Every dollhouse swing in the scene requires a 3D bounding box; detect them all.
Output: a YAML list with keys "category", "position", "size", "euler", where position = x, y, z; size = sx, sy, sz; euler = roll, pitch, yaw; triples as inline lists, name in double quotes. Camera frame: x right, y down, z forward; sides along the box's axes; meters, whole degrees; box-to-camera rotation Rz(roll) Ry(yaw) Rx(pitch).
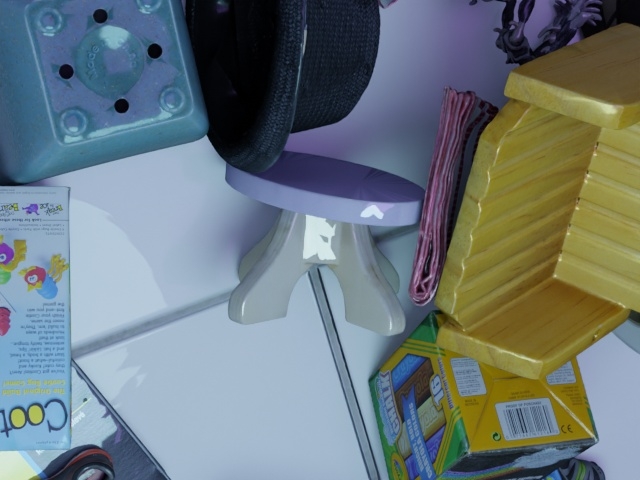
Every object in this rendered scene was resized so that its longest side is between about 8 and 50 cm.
- category: "dollhouse swing"
  position: [0.351, 0.005, 1.465]
  size: [0.315, 0.305, 0.347]
  euler: [-26, 140, -43]

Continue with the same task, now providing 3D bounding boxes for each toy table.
- category: "toy table"
  position: [0.000, 0.000, 1.603]
  size: [0.252, 0.274, 0.161]
  euler: [-4, 106, -32]

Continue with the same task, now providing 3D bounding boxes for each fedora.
- category: "fedora"
  position: [-0.032, -0.242, 1.540]
  size: [0.152, 0.334, 0.334]
  euler: [-2, 98, -28]

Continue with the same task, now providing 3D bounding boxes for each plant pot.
- category: "plant pot"
  position: [-0.248, -0.192, 1.485]
  size: [0.247, 0.252, 0.248]
  euler: [-16, 102, -17]

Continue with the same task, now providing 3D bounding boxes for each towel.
- category: "towel"
  position: [0.163, -0.051, 1.634]
  size: [0.037, 0.329, 0.237]
  euler: [11, 94, 12]

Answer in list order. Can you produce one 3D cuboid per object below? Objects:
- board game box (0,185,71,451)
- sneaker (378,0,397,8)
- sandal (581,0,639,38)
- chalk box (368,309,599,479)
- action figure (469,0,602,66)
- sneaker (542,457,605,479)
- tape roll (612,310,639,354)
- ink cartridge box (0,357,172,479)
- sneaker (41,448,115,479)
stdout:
- category: "board game box"
  position: [-0.341, 0.088, 1.505]
  size: [0.144, 0.142, 0.275]
  euler: [0, 83, -11]
- category: "sneaker"
  position: [0.102, -0.354, 1.682]
  size: [0.319, 0.112, 0.131]
  euler: [-14, 117, -13]
- category: "sandal"
  position: [0.423, -0.246, 1.814]
  size: [0.086, 0.120, 0.303]
  euler: [-38, 112, -41]
- category: "chalk box"
  position: [0.179, 0.216, 1.710]
  size: [0.180, 0.289, 0.179]
  euler: [-2, 65, -22]
- category: "action figure"
  position: [0.280, -0.254, 1.723]
  size: [0.141, 0.164, 0.276]
  euler: [-43, 103, -5]
- category: "sneaker"
  position: [0.333, 0.316, 1.874]
  size: [0.188, 0.067, 0.078]
  euler: [47, 59, -17]
- category: "tape roll"
  position: [0.433, 0.011, 1.766]
  size: [0.169, 0.246, 0.246]
  euler: [-35, 107, -12]
- category: "ink cartridge box"
  position: [-0.376, 0.264, 1.598]
  size: [0.303, 0.072, 0.307]
  euler: [-40, 110, -11]
- category: "sneaker"
  position: [-0.295, 0.295, 1.563]
  size: [0.158, 0.065, 0.061]
  euler: [-43, 109, -13]
